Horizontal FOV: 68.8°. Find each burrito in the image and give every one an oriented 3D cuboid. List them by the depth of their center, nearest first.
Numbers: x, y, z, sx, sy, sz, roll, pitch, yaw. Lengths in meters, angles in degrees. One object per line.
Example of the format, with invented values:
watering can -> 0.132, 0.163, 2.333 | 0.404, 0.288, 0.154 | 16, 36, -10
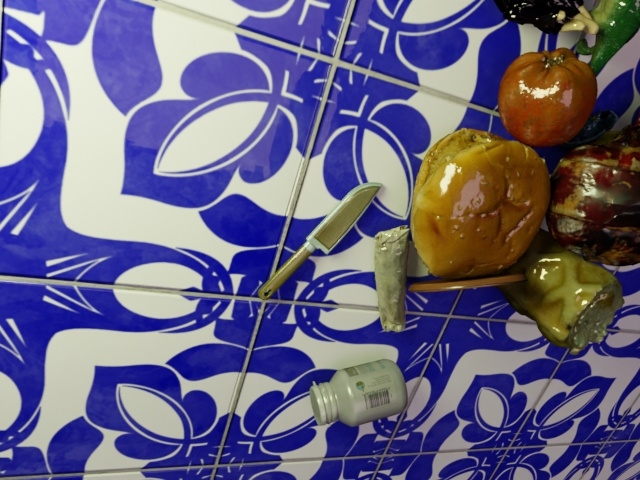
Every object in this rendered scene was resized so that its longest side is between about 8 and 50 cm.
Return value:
burrito -> 0.165, 0.091, 1.055 | 0.082, 0.059, 0.275 | -10, 119, -4

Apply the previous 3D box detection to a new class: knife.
knife -> 0.001, 0.001, 0.964 | 0.343, 0.027, 0.061 | -47, 118, 4

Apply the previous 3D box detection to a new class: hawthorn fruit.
hawthorn fruit -> 0.434, -0.271, 0.899 | 0.189, 0.189, 0.189 | -9, 119, -16

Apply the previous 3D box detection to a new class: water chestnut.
water chestnut -> 0.607, -0.087, 0.961 | 0.289, 0.244, 0.289 | 6, 136, 6

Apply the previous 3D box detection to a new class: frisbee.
frisbee -> 0.317, 0.092, 1.020 | 0.250, 0.251, 0.021 | -4, 86, -18

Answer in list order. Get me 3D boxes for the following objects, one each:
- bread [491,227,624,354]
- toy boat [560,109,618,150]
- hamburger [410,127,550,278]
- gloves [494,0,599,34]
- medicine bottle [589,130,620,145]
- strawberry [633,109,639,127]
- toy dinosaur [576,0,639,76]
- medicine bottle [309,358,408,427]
bread -> 0.548, 0.112, 1.101 | 0.196, 0.252, 0.238 | -44, 127, 1
toy boat -> 0.585, -0.246, 1.028 | 0.137, 0.060, 0.061 | -28, 142, 2
hamburger -> 0.317, -0.062, 0.961 | 0.289, 0.170, 0.314 | -4, 117, -18
gloves -> 0.414, -0.434, 0.829 | 0.203, 0.124, 0.164 | 34, 114, -29
medicine bottle -> 0.686, -0.115, 1.126 | 0.111, 0.076, 0.309 | -20, 124, 10
strawberry -> 0.874, -0.248, 1.036 | 0.343, 0.292, 0.292 | -34, 124, -17
toy dinosaur -> 0.568, -0.403, 0.797 | 0.087, 0.301, 0.447 | -11, 118, -17
medicine bottle -> 0.088, 0.373, 1.129 | 0.215, 0.135, 0.135 | -9, 119, -15
